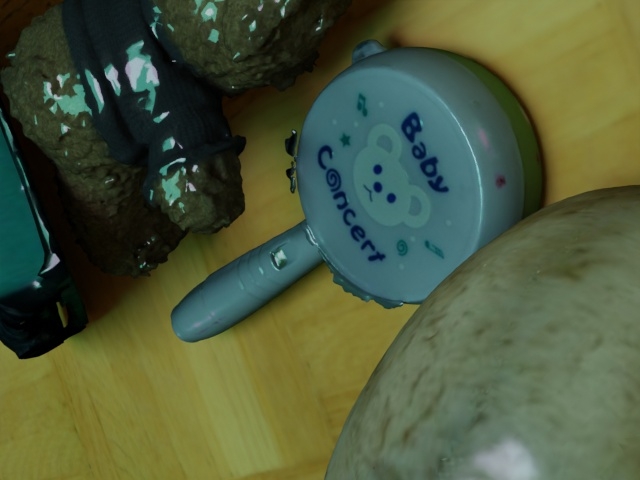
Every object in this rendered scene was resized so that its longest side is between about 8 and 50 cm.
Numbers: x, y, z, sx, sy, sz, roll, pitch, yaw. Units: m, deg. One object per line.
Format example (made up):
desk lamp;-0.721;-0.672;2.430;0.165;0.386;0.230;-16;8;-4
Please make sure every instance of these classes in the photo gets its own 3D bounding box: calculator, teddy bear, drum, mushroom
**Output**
calculator;-0.202;-0.055;0.649;0.248;0.058;0.274;67;167;2
teddy bear;-0.083;-0.076;0.546;0.251;0.129;0.181;-40;61;42
drum;-0.006;-0.020;0.562;0.253;0.049;0.130;-11;96;45
mushroom;0.096;0.116;0.413;0.195;0.189;0.253;29;125;37
